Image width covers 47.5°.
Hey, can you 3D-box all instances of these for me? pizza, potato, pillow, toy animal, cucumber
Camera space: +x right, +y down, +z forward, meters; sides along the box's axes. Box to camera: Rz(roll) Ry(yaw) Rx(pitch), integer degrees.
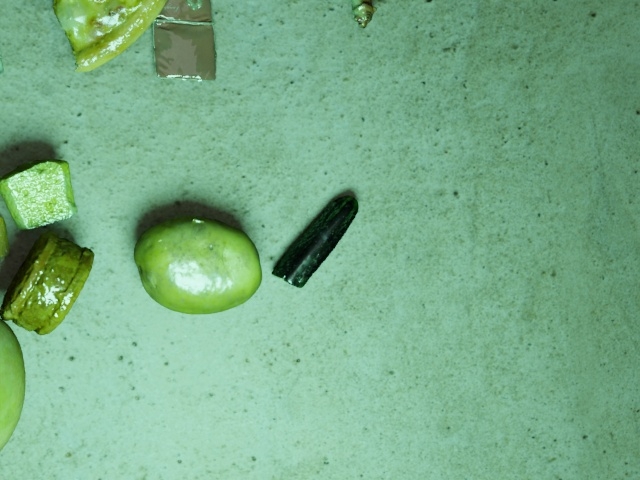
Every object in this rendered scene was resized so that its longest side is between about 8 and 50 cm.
[{"bbox_3d":[-0.437,-0.470,1.318,0.288,0.075,0.280,35,97,-21],"label":"pizza"},{"bbox_3d":[-0.235,0.046,1.405,0.228,0.148,0.197,-16,111,-16],"label":"potato"},{"bbox_3d":[-0.270,-0.427,1.426,0.126,0.043,0.232,-6,96,-18],"label":"pillow"},{"bbox_3d":[0.065,-0.569,1.531,0.099,0.057,0.241,-1,91,-25],"label":"toy animal"},{"bbox_3d":[-0.001,0.000,1.523,0.074,0.074,0.241,43,78,-16],"label":"cucumber"}]

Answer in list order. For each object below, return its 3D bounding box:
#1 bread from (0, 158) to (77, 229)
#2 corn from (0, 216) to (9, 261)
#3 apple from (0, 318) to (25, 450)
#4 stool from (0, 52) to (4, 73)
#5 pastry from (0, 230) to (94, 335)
[{"bbox_3d":[-0.513,-0.088,1.326,0.129,0.111,0.114,-18,102,-19],"label":"bread"},{"bbox_3d":[-0.592,-0.003,1.346,0.027,0.028,0.083,-6,91,-13],"label":"corn"},{"bbox_3d":[-0.641,0.229,1.193,0.319,0.319,0.277,30,80,-18],"label":"apple"},{"bbox_3d":[-0.651,-0.366,1.221,0.199,0.195,0.195,-11,96,-19],"label":"stool"},{"bbox_3d":[-0.490,0.077,1.303,0.103,0.189,0.188,31,83,-22],"label":"pastry"}]
